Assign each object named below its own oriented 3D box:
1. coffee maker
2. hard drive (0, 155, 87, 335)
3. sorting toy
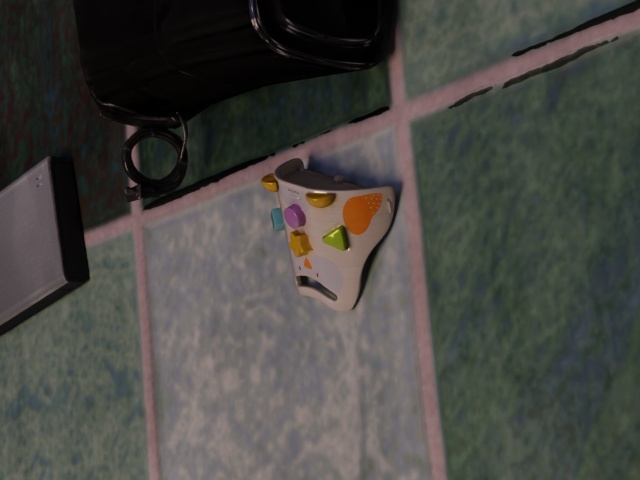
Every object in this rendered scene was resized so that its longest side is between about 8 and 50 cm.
[{"bbox_3d":[-0.048,-0.123,0.976,0.178,0.120,0.171,-6,104,49],"label":"coffee maker"},{"bbox_3d":[-0.217,0.009,1.199,0.135,0.022,0.094,-30,64,43],"label":"hard drive"},{"bbox_3d":[0.000,0.000,0.952,0.083,0.045,0.075,19,118,48],"label":"sorting toy"}]
